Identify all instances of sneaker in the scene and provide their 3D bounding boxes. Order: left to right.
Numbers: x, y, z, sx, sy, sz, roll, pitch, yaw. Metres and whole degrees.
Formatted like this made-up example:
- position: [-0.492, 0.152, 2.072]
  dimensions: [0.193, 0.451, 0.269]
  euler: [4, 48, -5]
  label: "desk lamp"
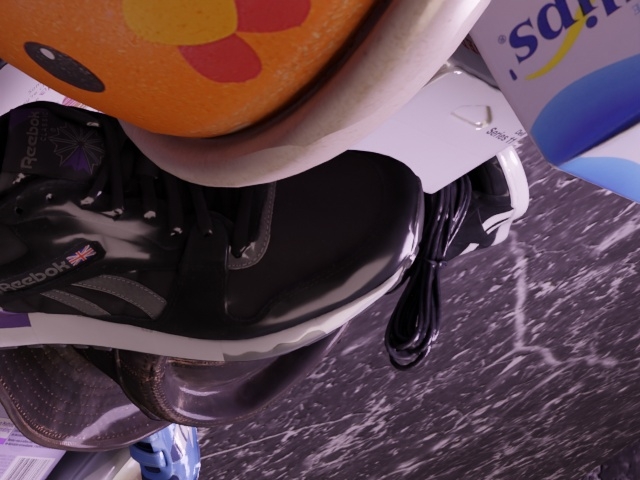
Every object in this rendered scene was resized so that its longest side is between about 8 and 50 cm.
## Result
- position: [-0.095, -0.011, 0.838]
  dimensions: [0.283, 0.107, 0.124]
  euler: [-7, 148, 12]
  label: "sneaker"
- position: [-0.126, 0.141, 1.333]
  dimensions: [0.053, 0.144, 0.059]
  euler: [6, -171, 43]
  label: "sneaker"
- position: [0.106, -0.024, 1.514]
  dimensions: [0.121, 0.079, 0.217]
  euler: [-26, 161, -8]
  label: "sneaker"

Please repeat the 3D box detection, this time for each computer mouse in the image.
- position: [0.000, 0.000, 1.403]
  dimensions: [0.262, 0.184, 0.060]
  euler: [4, 160, 45]
  label: "computer mouse"

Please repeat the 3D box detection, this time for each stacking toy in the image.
- position: [-0.181, -0.214, 0.518]
  dimensions: [0.480, 0.350, 0.350]
  euler: [8, 144, -29]
  label: "stacking toy"

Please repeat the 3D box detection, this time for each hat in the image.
- position: [-0.063, 0.032, 1.192]
  dimensions: [0.331, 0.134, 0.331]
  euler: [-28, 134, -33]
  label: "hat"

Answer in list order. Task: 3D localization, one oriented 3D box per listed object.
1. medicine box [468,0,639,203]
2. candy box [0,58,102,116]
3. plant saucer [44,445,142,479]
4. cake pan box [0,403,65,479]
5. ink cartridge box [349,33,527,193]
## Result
- position: [0.163, -0.170, 0.944]
  dimensions: [0.149, 0.289, 0.263]
  euler: [-35, 158, 21]
  label: "medicine box"
- position: [-0.161, -0.090, 0.972]
  dimensions: [0.159, 0.071, 0.233]
  euler: [-47, 168, -25]
  label: "candy box"
- position: [-0.227, 0.218, 1.532]
  dimensions: [0.400, 0.100, 0.400]
  euler: [-52, 175, -7]
  label: "plant saucer"
- position: [-0.224, 0.073, 1.247]
  dimensions: [0.246, 0.070, 0.267]
  euler: [-53, 155, 8]
  label: "cake pan box"
- position: [0.021, -0.140, 0.956]
  dimensions: [0.087, 0.208, 0.153]
  euler: [-34, 158, 19]
  label: "ink cartridge box"
